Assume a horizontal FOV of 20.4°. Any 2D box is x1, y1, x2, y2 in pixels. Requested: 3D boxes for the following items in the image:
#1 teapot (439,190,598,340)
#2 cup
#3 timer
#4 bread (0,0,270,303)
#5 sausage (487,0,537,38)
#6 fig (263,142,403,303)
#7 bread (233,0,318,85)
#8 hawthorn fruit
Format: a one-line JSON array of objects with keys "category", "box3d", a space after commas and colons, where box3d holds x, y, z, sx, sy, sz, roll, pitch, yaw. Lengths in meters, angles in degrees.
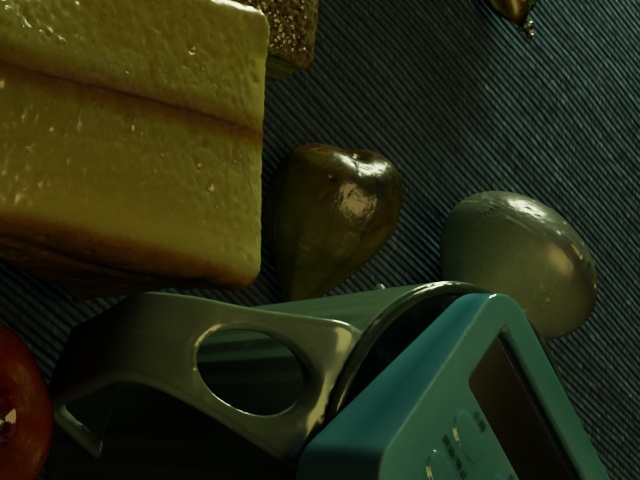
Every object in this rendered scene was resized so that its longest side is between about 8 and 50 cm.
[{"category": "teapot", "box3d": [0.163, 0.076, 1.854, 0.251, 0.183, 0.183, -47, 121, -22]}, {"category": "cup", "box3d": [-0.029, 0.158, 1.480, 0.310, 0.392, 0.401, -43, 118, -39]}, {"category": "timer", "box3d": [0.123, 0.185, 1.308, 0.250, 0.091, 0.232, -44, 113, -36]}, {"category": "bread", "box3d": [-0.225, -0.092, 1.365, 0.361, 0.245, 0.233, 14, 75, -51]}, {"category": "sausage", "box3d": [0.170, -0.389, 1.943, 0.082, 0.082, 0.372, -37, 114, -40]}, {"category": "fig", "box3d": [0.016, -0.003, 1.729, 0.133, 0.126, 0.185, 8, 78, -59]}, {"category": "bread", "box3d": [-0.088, -0.281, 1.651, 0.184, 0.110, 0.234, 17, 74, -41]}, {"category": "hawthorn fruit", "box3d": [-0.280, 0.141, 1.371, 0.169, 0.188, 0.169, -4, 97, -36]}]
